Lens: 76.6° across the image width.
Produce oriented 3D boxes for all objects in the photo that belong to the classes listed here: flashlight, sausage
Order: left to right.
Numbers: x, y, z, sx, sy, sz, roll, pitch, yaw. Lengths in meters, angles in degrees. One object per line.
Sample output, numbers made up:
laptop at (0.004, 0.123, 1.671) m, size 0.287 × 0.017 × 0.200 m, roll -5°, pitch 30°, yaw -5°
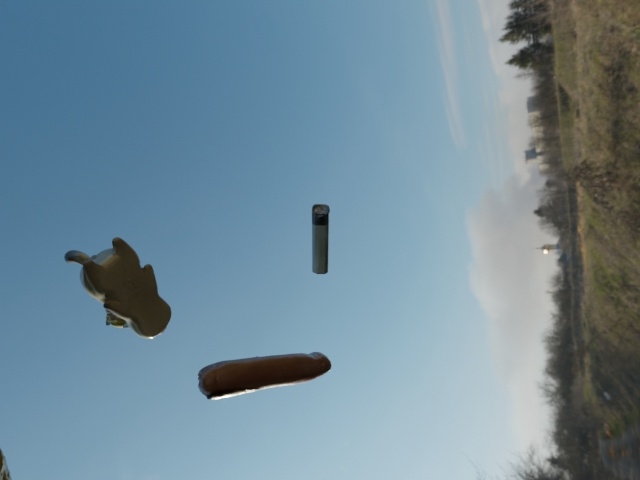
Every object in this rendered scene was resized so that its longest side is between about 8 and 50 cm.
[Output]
sausage at (-0.062, 0.162, 0.498) m, size 0.176 × 0.047 × 0.040 m, roll 2°, pitch -120°, yaw -32°
flashlight at (0.000, 0.000, 0.424) m, size 0.018 × 0.018 × 0.083 m, roll -87°, pitch -2°, yaw -49°

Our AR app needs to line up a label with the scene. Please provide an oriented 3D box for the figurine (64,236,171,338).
figurine at (-0.154, 0.039, 0.309) m, size 0.047 × 0.050 × 0.083 m, roll -48°, pitch -57°, yaw -46°

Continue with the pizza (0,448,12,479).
pizza at (-0.339, 0.156, 0.275) m, size 0.268 × 0.087 × 0.258 m, roll 21°, pitch -113°, yaw -65°
